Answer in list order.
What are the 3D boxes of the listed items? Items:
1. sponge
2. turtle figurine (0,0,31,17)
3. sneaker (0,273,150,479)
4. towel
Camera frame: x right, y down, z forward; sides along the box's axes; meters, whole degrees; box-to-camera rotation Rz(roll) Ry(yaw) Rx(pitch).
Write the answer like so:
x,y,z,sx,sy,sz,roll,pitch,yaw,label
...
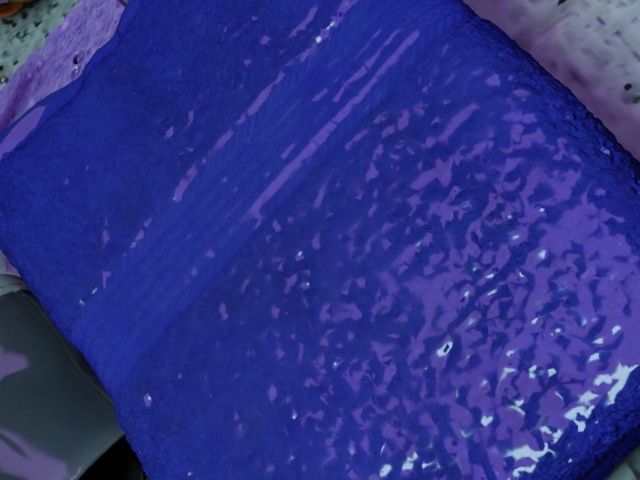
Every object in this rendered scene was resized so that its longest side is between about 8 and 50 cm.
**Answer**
x,y,z,sx,sy,sz,roll,pitch,yaw,label
-0.107,-0.046,0.651,0.117,0.031,0.210,-47,47,5,sponge
-0.241,-0.168,0.724,0.269,0.217,0.087,-3,88,33,turtle figurine
-0.171,0.134,0.557,0.118,0.083,0.222,37,97,31,sneaker
0.000,0.000,0.501,0.227,0.076,0.308,-47,57,11,towel
